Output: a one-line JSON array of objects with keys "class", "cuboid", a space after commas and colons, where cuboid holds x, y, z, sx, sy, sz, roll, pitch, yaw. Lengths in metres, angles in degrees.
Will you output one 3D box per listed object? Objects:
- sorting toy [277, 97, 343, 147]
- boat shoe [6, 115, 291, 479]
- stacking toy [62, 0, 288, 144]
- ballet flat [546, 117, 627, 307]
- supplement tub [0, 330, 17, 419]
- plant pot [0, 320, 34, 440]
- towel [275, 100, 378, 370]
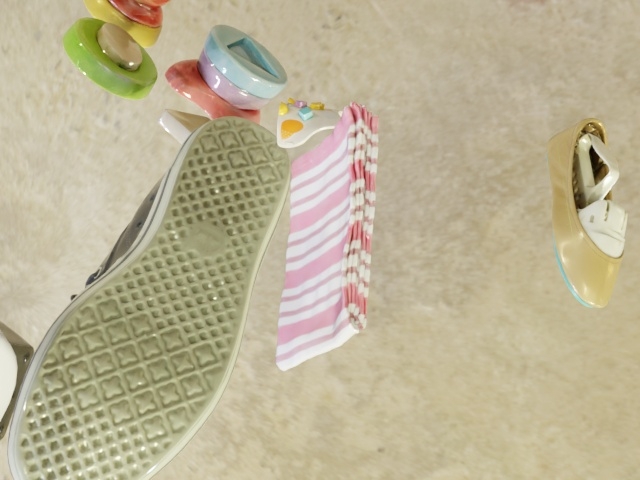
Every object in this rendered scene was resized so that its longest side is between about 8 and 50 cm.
[{"class": "sorting toy", "cuboid": [-0.001, -0.125, 1.176, 0.075, 0.083, 0.044, -1, 104, 10]}, {"class": "boat shoe", "cuboid": [-0.174, 0.080, 1.223, 0.187, 0.156, 0.500, 29, 54, -7]}, {"class": "stacking toy", "cuboid": [-0.183, -0.266, 1.522, 0.309, 0.279, 0.130, 37, 115, -10]}, {"class": "ballet flat", "cuboid": [0.279, -0.039, 1.175, 0.080, 0.073, 0.232, 23, 45, -27]}, {"class": "supplement tub", "cuboid": [-0.235, -0.021, 0.327, 0.191, 0.191, 0.272, -37, 75, -14]}, {"class": "plant pot", "cuboid": [-0.472, 0.162, 1.408, 0.167, 0.187, 0.188, 16, 84, 15]}, {"class": "towel", "cuboid": [0.000, 0.000, 0.928, 0.029, 0.144, 0.197, 13, 66, -20]}]
